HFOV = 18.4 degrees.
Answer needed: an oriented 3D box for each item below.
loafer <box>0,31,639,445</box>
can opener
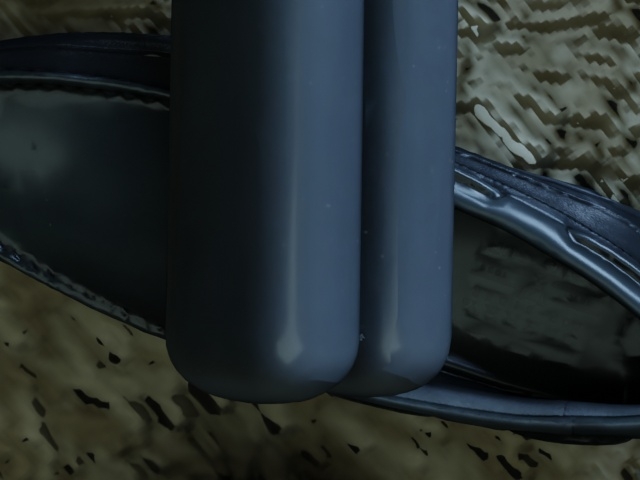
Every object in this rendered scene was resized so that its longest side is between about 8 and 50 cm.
[{"bbox_3d":[0.000,0.000,0.506,0.223,0.078,0.076,16,107,-8],"label":"loafer"},{"bbox_3d":[-0.011,-0.104,0.448,0.093,0.074,0.280,-5,86,38],"label":"can opener"}]
